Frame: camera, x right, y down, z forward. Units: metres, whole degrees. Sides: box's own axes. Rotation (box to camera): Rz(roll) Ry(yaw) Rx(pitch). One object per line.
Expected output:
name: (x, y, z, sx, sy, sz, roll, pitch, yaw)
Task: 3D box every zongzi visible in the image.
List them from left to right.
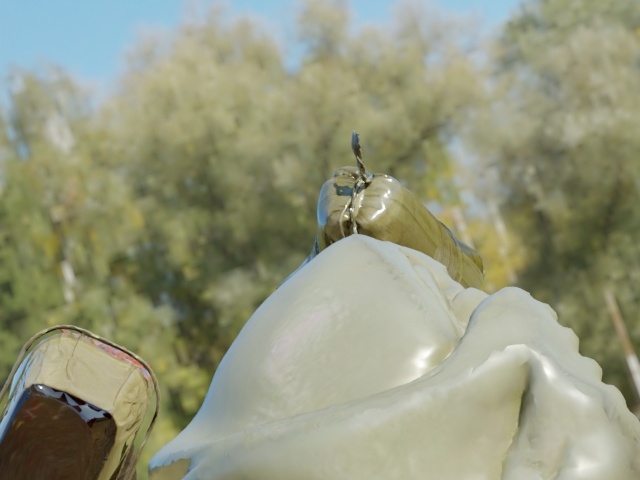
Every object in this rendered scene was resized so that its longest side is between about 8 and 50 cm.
zongzi: (0.000, 0.000, 1.362, 0.178, 0.081, 0.189, 1, -26, 34)

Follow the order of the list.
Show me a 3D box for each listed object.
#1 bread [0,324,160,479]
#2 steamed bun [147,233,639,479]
bread: (-0.207, 0.180, 1.572, 0.212, 0.142, 0.224, -56, -9, -83)
steamed bun: (0.051, 0.187, 1.003, 0.255, 0.367, 0.342, -28, -1, -11)
